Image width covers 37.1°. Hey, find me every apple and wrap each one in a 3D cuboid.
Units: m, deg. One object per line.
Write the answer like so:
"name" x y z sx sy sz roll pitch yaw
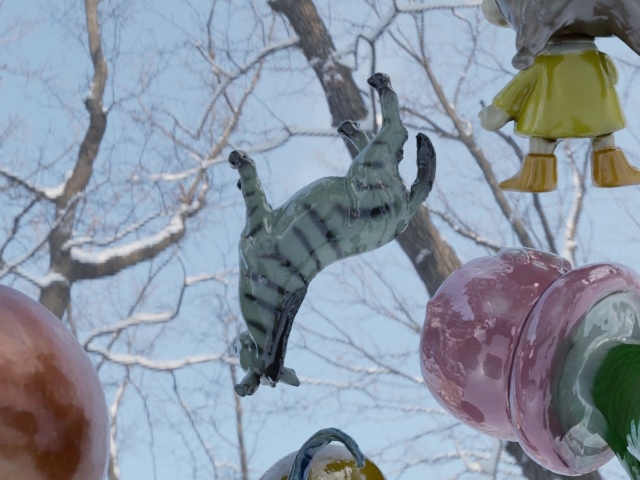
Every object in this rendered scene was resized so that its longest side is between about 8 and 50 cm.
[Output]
"apple" -0.284 0.168 0.738 0.251 0.206 0.272 16 -77 -42

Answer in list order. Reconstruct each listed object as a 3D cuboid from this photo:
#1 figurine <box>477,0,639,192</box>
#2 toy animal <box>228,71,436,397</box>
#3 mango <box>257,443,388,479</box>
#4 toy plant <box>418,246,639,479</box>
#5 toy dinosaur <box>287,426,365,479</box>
"figurine" 0.271 -0.222 1.006 0.215 0.187 0.343 -8 -77 -11
"toy animal" -0.003 -0.001 0.702 0.217 0.176 0.073 -30 -24 19
"mango" -0.026 0.220 0.687 0.136 0.099 0.227 -57 -18 22
"toy plant" 0.253 0.128 0.881 0.317 0.356 0.210 4 -78 -42
"toy dinosaur" -0.010 0.264 0.459 0.147 0.363 0.076 -17 -42 1
